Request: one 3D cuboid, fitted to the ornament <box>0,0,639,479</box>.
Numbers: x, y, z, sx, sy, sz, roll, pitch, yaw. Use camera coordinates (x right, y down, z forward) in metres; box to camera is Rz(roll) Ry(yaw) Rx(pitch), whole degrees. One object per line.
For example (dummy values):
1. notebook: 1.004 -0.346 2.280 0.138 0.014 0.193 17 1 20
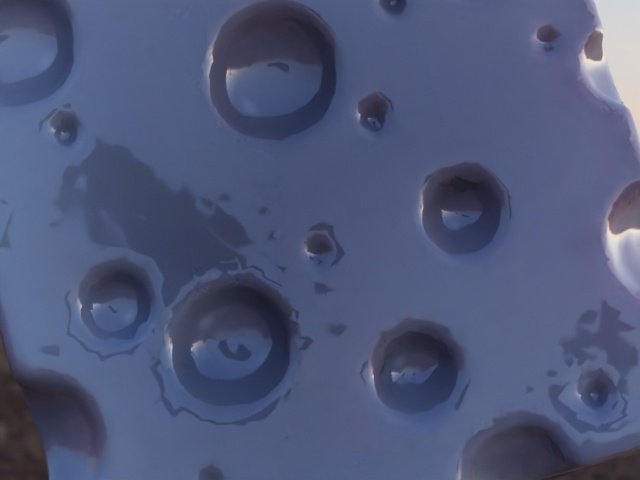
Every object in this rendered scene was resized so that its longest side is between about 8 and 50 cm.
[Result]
1. ornament: 0.000 0.000 0.785 0.239 0.240 0.239 -17 -9 0
